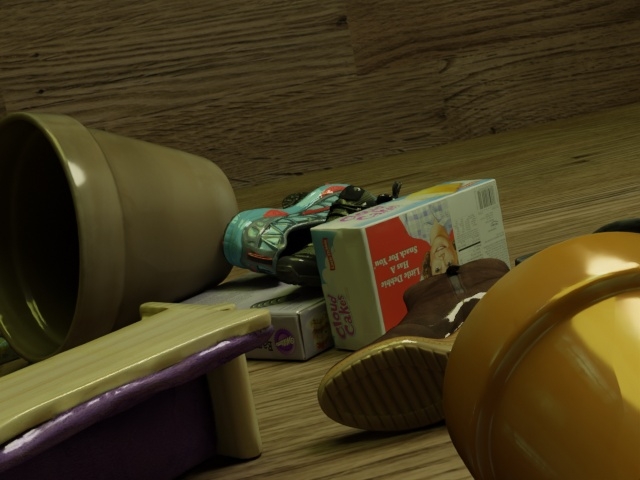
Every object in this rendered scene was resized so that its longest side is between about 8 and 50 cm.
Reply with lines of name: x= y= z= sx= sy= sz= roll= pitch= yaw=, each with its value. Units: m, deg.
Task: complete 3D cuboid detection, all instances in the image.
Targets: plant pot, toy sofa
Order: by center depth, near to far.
plant pot: x=0.199 y=0.123 z=0.664 sx=0.205 sy=0.205 sz=0.188 roll=-12 pitch=25 yaw=-8
toy sofa: x=-0.193 y=0.169 z=0.903 sx=0.177 sy=0.150 sz=0.362 roll=-1 pitch=14 yaw=39
plant pot: x=-0.275 y=-0.015 z=1.503 sx=0.280 sy=0.323 sz=0.323 roll=-8 pitch=5 yaw=-40

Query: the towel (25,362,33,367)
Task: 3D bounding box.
towel: x=-0.333 y=0.149 z=1.539 sx=0.110 sy=0.027 sz=0.148 roll=-8 pitch=10 yaw=11

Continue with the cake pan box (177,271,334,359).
cake pan box: x=-0.040 y=0.085 z=1.473 sx=0.245 sy=0.070 sz=0.266 roll=-1 pitch=14 yaw=36

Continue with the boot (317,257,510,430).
boot: x=0.106 y=0.095 z=1.101 sx=0.248 sy=0.090 sz=0.207 roll=-18 pitch=15 yaw=-4

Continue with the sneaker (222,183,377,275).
sneaker: x=0.000 y=0.000 z=1.526 sx=0.261 sy=0.104 sz=0.125 roll=-20 pitch=30 yaw=-36

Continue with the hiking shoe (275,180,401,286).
hiking shoe: x=0.024 y=-0.010 z=1.410 sx=0.086 sy=0.114 sz=0.226 roll=1 pitch=13 yaw=44

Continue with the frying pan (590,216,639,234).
frying pan: x=0.416 y=0.035 z=1.108 sx=0.326 sy=0.053 sz=0.197 roll=-4 pitch=34 yaw=-11

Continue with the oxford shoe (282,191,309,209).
oxford shoe: x=0.039 y=-0.007 z=1.868 sx=0.227 sy=0.096 sz=0.082 roll=22 pitch=42 yaw=34

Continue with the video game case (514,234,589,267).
video game case: x=0.376 y=0.042 z=1.228 sx=0.196 sy=0.026 sz=0.274 roll=-16 pitch=23 yaw=-25

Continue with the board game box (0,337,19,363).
board game box: x=-0.525 y=0.175 z=1.603 sx=0.154 sy=0.026 sz=0.103 roll=-18 pitch=12 yaw=-36

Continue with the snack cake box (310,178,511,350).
snack cake box: x=0.121 y=0.026 z=1.380 sx=0.089 sy=0.152 sz=0.264 roll=-1 pitch=13 yaw=46
